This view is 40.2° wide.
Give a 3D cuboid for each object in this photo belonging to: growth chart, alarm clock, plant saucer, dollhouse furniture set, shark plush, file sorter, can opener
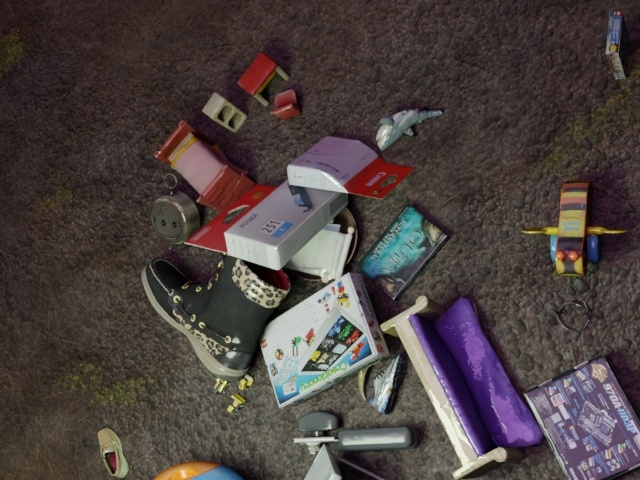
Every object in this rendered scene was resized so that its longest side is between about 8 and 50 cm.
[{"bbox_3d":[-0.032,0.001,2.025,0.237,0.021,0.172,17,84,28],"label":"growth chart"},{"bbox_3d":[-0.367,-0.074,2.176,0.129,0.064,0.192,10,113,31],"label":"alarm clock"},{"bbox_3d":[0.000,0.000,2.043,0.198,0.036,0.199,-7,73,23],"label":"plant saucer"},{"bbox_3d":[-0.205,-0.273,2.142,0.201,0.152,0.374,42,96,27],"label":"dollhouse furniture set"},{"bbox_3d":[0.203,-0.267,2.024,0.161,0.073,0.067,-20,88,-2],"label":"shark plush"},{"bbox_3d":[0.023,0.600,1.774,0.173,0.193,0.278,29,90,-6],"label":"file sorter"},{"bbox_3d":[0.069,0.415,1.882,0.280,0.074,0.093,-4,74,24],"label":"can opener"}]

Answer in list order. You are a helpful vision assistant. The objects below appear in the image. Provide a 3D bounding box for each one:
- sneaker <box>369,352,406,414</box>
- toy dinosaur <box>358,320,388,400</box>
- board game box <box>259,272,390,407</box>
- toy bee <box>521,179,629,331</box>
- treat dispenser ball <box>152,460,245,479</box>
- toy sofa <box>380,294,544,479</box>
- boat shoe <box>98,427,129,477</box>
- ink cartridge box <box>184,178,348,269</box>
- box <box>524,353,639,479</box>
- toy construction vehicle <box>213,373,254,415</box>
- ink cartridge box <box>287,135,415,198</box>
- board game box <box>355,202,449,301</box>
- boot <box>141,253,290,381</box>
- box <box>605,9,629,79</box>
[{"bbox_3d":[0.140,0.304,1.892,0.058,0.052,0.135,17,84,32],"label":"sneaker"},{"bbox_3d":[0.093,0.252,1.925,0.092,0.053,0.183,20,86,26],"label":"toy dinosaur"},{"bbox_3d":[-0.003,0.224,1.929,0.305,0.053,0.193,-34,64,33],"label":"board game box"},{"bbox_3d":[0.512,0.009,1.730,0.195,0.162,0.298,-21,69,17],"label":"toy bee"},{"bbox_3d":[-0.263,0.619,1.865,0.288,0.288,0.288,-6,74,24],"label":"treat dispenser ball"},{"bbox_3d":[0.287,0.286,1.770,0.177,0.150,0.363,-32,66,16],"label":"toy sofa"},{"bbox_3d":[-0.515,0.519,2.146,0.050,0.045,0.135,-40,64,11],"label":"boat shoe"},{"bbox_3d":[-0.121,-0.062,1.954,0.261,0.296,0.066,14,128,28],"label":"ink cartridge box"},{"bbox_3d":[0.524,0.356,1.696,0.175,0.051,0.220,-31,66,15],"label":"box"},{"bbox_3d":[-0.208,0.347,2.052,0.086,0.035,0.098,34,92,28],"label":"toy construction vehicle"},{"bbox_3d":[0.071,-0.169,1.976,0.232,0.189,0.066,7,120,29],"label":"ink cartridge box"},{"bbox_3d":[0.183,0.026,1.955,0.126,0.026,0.186,42,96,28],"label":"board game box"},{"bbox_3d":[-0.243,0.104,2.021,0.377,0.138,0.284,48,120,28],"label":"boot"},{"bbox_3d":[0.613,-0.400,1.799,0.027,0.137,0.094,4,79,26],"label":"box"}]
